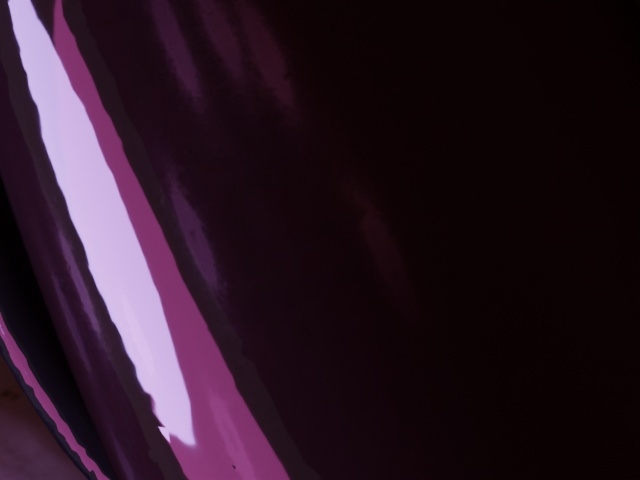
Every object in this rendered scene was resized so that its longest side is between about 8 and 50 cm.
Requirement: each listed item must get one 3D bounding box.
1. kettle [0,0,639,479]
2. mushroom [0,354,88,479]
[{"bbox_3d":[0.000,0.000,0.411,0.202,0.144,0.232,-15,102,52],"label":"kettle"},{"bbox_3d":[-0.113,0.035,0.765,0.407,0.137,0.154,48,-154,-57],"label":"mushroom"}]
